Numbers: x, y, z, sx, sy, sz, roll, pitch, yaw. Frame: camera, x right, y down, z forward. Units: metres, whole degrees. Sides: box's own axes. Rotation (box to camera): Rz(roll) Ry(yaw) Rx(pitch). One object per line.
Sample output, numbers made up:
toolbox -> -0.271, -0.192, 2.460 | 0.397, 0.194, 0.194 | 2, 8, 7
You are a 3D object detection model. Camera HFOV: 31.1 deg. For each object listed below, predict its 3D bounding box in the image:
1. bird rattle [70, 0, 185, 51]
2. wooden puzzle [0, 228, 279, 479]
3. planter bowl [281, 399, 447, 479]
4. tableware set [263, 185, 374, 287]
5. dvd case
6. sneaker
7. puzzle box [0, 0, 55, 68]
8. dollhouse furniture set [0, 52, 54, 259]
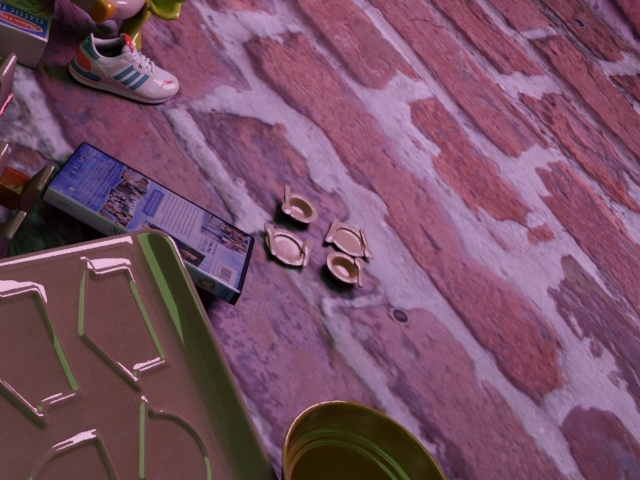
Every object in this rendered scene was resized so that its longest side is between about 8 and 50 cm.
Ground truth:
bird rattle -> -0.303, -0.384, 1.577 | 0.253, 0.143, 0.207 | 53, 27, -5
wooden puzzle -> -0.221, 0.166, 1.062 | 0.348, 0.080, 0.322 | -17, 80, -53
planter bowl -> 0.032, 0.281, 1.203 | 0.217, 0.090, 0.217 | 25, 37, -21
tableware set -> 0.000, 0.000, 1.558 | 0.169, 0.020, 0.141 | 25, 37, -15
dvd case -> -0.198, -0.025, 1.381 | 0.253, 0.022, 0.180 | 30, 19, -9
sneaker -> -0.258, -0.238, 1.567 | 0.161, 0.075, 0.057 | 11, 43, -30
puzzle box -> -0.550, -0.395, 1.526 | 0.409, 0.052, 0.272 | 19, 39, -22
dollhouse furniture set -> -0.430, -0.102, 1.261 | 0.262, 0.135, 0.259 | 28, 48, -11
